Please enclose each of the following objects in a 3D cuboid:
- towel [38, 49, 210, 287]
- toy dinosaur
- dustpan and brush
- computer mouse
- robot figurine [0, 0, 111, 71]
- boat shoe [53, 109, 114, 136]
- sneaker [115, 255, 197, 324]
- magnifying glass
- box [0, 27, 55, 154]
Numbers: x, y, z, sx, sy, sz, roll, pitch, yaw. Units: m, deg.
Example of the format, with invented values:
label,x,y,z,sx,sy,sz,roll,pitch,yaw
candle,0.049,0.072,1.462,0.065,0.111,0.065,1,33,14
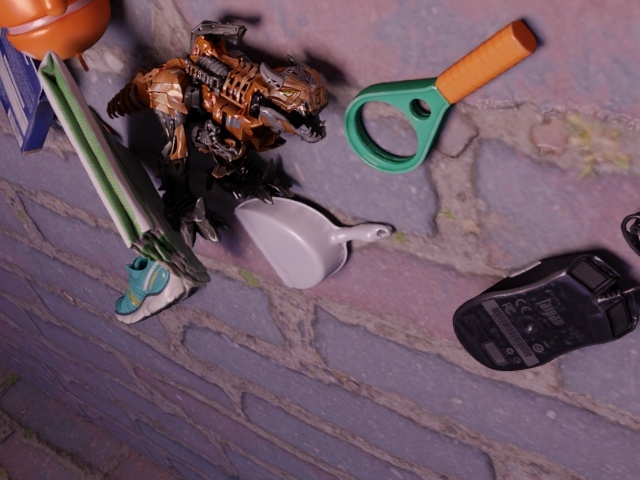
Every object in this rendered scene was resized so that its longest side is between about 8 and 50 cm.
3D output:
label,x,y,z,sx,sy,sz,roll,pitch,yaw
towel,-0.230,-0.066,0.823,0.248,0.038,0.325,58,175,11
toy dinosaur,-0.120,-0.135,0.740,0.322,0.164,0.219,32,137,51
dustpan and brush,0.000,0.000,0.826,0.211,0.060,0.147,5,135,52
computer mouse,0.267,0.083,0.640,0.184,0.060,0.262,48,135,-3
robot figurine,-0.314,-0.293,0.725,0.158,0.128,0.219,0,131,29
boat shoe,-0.356,-0.179,0.979,0.137,0.049,0.043,39,145,13
sneaker,-0.309,0.080,1.212,0.275,0.107,0.110,-28,88,51
magnifying glass,0.098,-0.124,0.597,0.092,0.026,0.231,48,146,-10
box,-0.424,-0.229,0.953,0.225,0.036,0.137,-29,82,57
